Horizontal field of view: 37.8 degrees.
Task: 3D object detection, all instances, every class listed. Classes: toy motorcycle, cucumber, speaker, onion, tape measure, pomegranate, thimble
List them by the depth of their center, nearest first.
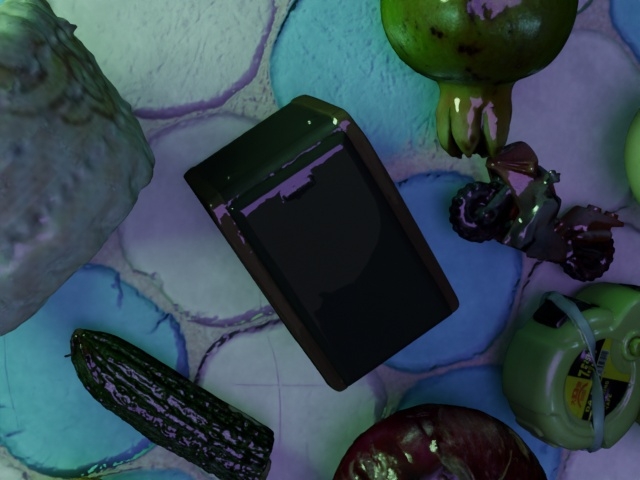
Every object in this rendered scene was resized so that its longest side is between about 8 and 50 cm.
[{"bbox_3d":[-0.284,-0.058,0.791,0.291,0.291,0.195,-39,112,-4],"label":"thimble"},{"bbox_3d":[0.000,0.000,0.911,0.153,0.192,0.231,-35,109,-6],"label":"speaker"},{"bbox_3d":[0.151,-0.212,0.922,0.190,0.159,0.241,29,97,-15],"label":"pomegranate"},{"bbox_3d":[-0.151,0.179,0.968,0.265,0.077,0.077,33,91,-13],"label":"cucumber"},{"bbox_3d":[0.120,0.280,0.985,0.246,0.190,0.246,-9,121,-15],"label":"onion"},{"bbox_3d":[0.242,-0.032,1.011,0.212,0.084,0.118,19,94,-22],"label":"toy motorcycle"},{"bbox_3d":[0.285,0.143,1.040,0.175,0.106,0.200,6,100,-27],"label":"tape measure"}]

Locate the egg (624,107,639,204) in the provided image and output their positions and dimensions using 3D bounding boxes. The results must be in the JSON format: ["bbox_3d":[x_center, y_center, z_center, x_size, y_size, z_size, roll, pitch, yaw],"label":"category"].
[{"bbox_3d":[0.442,-0.080,0.991,0.253,0.188,0.189,16,96,-20],"label":"egg"}]

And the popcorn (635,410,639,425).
[{"bbox_3d":[0.444,0.189,1.069,0.173,0.142,0.174,0,89,-20],"label":"popcorn"}]

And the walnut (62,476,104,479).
[{"bbox_3d":[-0.230,0.319,0.934,0.184,0.155,0.155,28,93,-16],"label":"walnut"}]
